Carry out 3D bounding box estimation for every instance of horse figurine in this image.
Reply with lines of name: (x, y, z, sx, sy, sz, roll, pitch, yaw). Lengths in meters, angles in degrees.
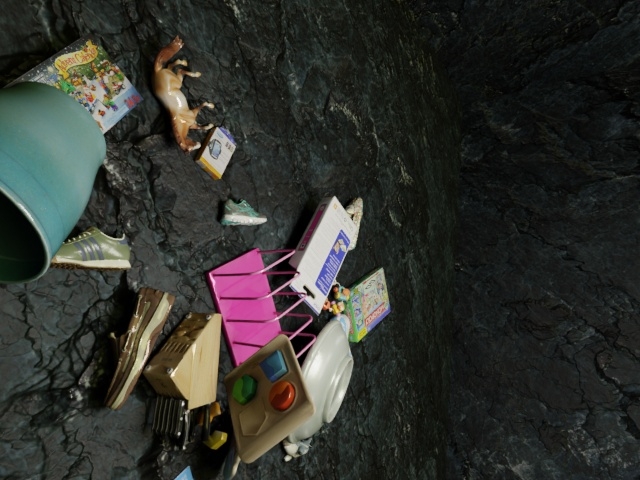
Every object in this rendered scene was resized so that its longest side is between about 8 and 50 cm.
horse figurine: (-0.348, -0.358, 1.039, 0.174, 0.066, 0.263, -51, 129, -52)

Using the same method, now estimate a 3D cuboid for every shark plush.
shark plush: (-0.063, 0.661, 1.362, 0.161, 0.073, 0.067, 10, 48, -50)

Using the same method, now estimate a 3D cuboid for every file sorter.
file sorter: (-0.149, 0.186, 1.168, 0.202, 0.182, 0.291, -31, 112, -52)

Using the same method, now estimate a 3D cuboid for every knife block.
knife block: (-0.303, 0.345, 1.010, 0.276, 0.088, 0.242, -61, 142, -47)

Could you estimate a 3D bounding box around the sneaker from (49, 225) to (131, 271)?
sneaker: (-0.473, 0.013, 0.833, 0.192, 0.064, 0.086, 11, 70, -54)

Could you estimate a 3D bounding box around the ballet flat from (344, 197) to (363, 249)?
ballet flat: (0.117, -0.077, 1.665, 0.077, 0.091, 0.241, 24, 62, -28)

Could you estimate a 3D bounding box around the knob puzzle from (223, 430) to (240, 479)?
knob puzzle: (-0.208, 0.527, 1.078, 0.029, 0.213, 0.213, 19, 66, -12)

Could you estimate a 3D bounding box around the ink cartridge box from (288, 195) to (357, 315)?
ink cartridge box: (0.003, 0.045, 1.392, 0.176, 0.069, 0.371, 51, 50, -37)

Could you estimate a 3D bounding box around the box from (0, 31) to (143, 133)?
box: (-0.493, -0.287, 0.841, 0.159, 0.044, 0.233, 57, 44, -36)

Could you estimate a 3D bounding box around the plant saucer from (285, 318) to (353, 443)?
plant saucer: (0.021, 0.457, 1.325, 0.400, 0.100, 0.401, 17, 90, -71)

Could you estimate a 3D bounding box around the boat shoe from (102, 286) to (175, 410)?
boat shoe: (-0.410, 0.223, 0.895, 0.095, 0.095, 0.258, 26, 68, -15)

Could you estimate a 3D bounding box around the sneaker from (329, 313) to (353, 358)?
sneaker: (0.069, 0.396, 1.553, 0.086, 0.085, 0.237, -3, 89, -39)

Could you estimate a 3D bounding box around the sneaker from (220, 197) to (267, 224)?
sneaker: (-0.217, -0.084, 1.203, 0.166, 0.064, 0.076, 1, 82, -56)

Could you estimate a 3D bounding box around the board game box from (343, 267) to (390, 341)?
board game box: (0.197, 0.263, 1.774, 0.317, 0.046, 0.214, -26, 107, -53)

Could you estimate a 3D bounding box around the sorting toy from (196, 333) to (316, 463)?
sorting toy: (-0.171, 0.392, 0.991, 0.041, 0.307, 0.229, 46, 8, -43)

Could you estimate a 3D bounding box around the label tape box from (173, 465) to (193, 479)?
label tape box: (-0.353, 0.711, 0.895, 0.333, 0.105, 0.241, -27, 109, -53)

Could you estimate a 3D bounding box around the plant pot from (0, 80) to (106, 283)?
plant pot: (-0.489, -0.115, 0.661, 0.272, 0.271, 0.255, 58, 30, -34)

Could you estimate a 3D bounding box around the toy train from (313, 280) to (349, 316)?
toy train: (0.052, 0.206, 1.538, 0.125, 0.046, 0.166, 47, 42, -10)

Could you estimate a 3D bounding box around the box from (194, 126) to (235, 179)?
box: (-0.286, -0.245, 1.149, 0.081, 0.028, 0.136, 47, 48, -42)
